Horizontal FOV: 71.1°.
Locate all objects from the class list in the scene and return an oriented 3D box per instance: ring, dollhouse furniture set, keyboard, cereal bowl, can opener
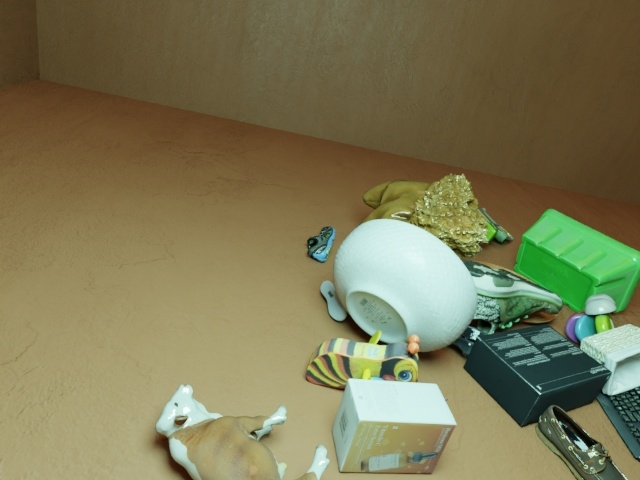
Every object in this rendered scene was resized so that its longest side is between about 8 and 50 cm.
[{"bbox_3d":[0.579,0.164,1.431,0.337,0.032,0.336,11,27,-6],"label":"ring"},{"bbox_3d":[0.632,-0.037,1.822,0.302,0.151,0.197,6,43,-55],"label":"dollhouse furniture set"},{"bbox_3d":[0.756,0.382,1.037,0.202,0.033,0.317,2,26,4],"label":"keyboard"},{"bbox_3d":[0.160,0.126,0.996,0.339,0.338,0.141,27,53,25],"label":"cereal bowl"},{"bbox_3d":[0.321,0.239,1.123,0.186,0.073,0.059,13,-18,28],"label":"can opener"}]

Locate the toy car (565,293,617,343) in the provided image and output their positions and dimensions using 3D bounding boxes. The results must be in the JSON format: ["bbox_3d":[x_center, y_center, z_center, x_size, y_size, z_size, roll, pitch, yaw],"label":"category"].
[{"bbox_3d":[0.762,0.241,1.255,0.136,0.159,0.182,-15,-5,31],"label":"toy car"}]

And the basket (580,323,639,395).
[{"bbox_3d":[0.729,0.283,1.088,0.168,0.113,0.103,-13,23,-14],"label":"basket"}]

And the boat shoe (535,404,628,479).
[{"bbox_3d":[0.508,0.411,0.855,0.073,0.073,0.207,-3,32,-33],"label":"boat shoe"}]

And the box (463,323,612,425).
[{"bbox_3d":[0.499,0.300,1.037,0.262,0.103,0.184,-1,26,-29],"label":"box"}]

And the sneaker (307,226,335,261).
[{"bbox_3d":[0.000,0.000,1.427,0.078,0.067,0.188,21,29,0],"label":"sneaker"}]

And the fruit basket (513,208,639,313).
[{"bbox_3d":[0.923,0.071,1.558,0.393,0.282,0.391,-2,35,2],"label":"fruit basket"}]

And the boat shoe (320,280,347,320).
[{"bbox_3d":[0.041,0.158,1.160,0.040,0.049,0.142,44,12,-37],"label":"boat shoe"}]

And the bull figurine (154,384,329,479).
[{"bbox_3d":[-0.113,0.330,0.674,0.189,0.101,0.310,-8,33,-41],"label":"bull figurine"}]

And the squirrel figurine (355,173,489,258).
[{"bbox_3d":[0.259,-0.032,1.275,0.397,0.280,0.370,-22,9,36],"label":"squirrel figurine"}]

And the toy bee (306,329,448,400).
[{"bbox_3d":[0.130,0.245,0.900,0.299,0.162,0.195,8,25,-13],"label":"toy bee"}]

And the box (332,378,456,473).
[{"bbox_3d":[0.121,0.321,0.774,0.171,0.129,0.091,7,26,-12],"label":"box"}]

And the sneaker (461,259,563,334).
[{"bbox_3d":[0.485,0.176,1.215,0.411,0.181,0.158,15,12,-29],"label":"sneaker"}]
